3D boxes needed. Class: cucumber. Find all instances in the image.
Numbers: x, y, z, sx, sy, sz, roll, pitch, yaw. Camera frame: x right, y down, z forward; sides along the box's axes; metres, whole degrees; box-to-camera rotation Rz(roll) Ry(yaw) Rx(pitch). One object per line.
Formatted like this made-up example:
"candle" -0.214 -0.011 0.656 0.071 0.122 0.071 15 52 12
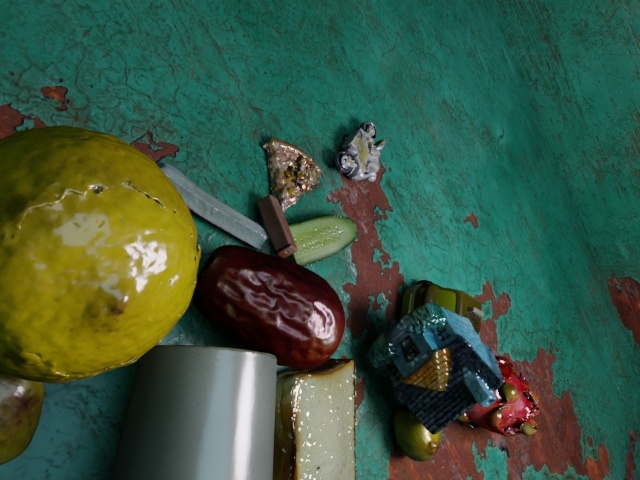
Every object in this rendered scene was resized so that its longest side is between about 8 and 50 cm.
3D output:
"cucumber" 0.000 0.000 1.132 0.244 0.063 0.115 -16 76 -39

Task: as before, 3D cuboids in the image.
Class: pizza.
"pizza" -0.077 -0.155 1.120 0.185 0.052 0.195 27 63 -28

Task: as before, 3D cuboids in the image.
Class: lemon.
"lemon" -0.360 0.013 0.638 0.350 0.387 0.350 -19 120 -36

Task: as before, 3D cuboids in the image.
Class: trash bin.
"trash bin" -0.208 0.404 0.729 0.280 0.280 0.432 19 64 -35

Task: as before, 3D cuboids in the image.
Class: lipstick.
"lipstick" -0.101 -0.033 1.033 0.045 0.045 0.145 34 29 -62

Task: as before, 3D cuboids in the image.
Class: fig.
"fig" 0.257 0.506 1.184 0.136 0.121 0.153 18 45 -29
"fig" -0.479 0.246 0.636 0.154 0.144 0.165 -19 106 -36

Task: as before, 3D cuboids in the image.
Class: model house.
"model house" 0.278 0.334 1.093 0.226 0.261 0.241 24 27 -38

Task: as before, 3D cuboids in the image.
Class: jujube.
"jujube" -0.100 0.135 0.924 0.318 0.223 0.223 30 61 -17

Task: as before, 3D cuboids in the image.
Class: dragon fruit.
"dragon fruit" 0.527 0.462 1.328 0.307 0.227 0.243 0 108 -9

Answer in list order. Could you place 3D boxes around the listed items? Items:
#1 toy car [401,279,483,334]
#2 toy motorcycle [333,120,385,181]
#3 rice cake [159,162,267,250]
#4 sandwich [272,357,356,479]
"toy car" 0.378 0.221 1.296 0.248 0.198 0.204 30 60 -32
"toy motorcycle" 0.124 -0.244 1.292 0.151 0.074 0.228 52 51 -20
"rice cake" -0.235 -0.072 0.977 0.290 0.051 0.081 34 25 -29
"sandwich" -0.016 0.415 0.938 0.271 0.099 0.301 10 77 -55
